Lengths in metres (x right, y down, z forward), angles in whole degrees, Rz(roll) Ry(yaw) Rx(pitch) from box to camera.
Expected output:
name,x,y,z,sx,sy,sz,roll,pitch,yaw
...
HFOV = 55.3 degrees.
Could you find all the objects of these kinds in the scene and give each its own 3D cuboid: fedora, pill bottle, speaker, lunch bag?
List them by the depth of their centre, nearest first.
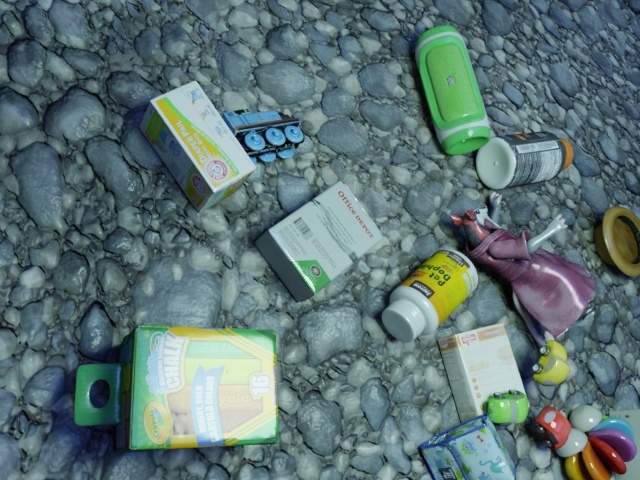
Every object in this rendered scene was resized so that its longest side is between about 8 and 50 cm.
name,x,y,z,sx,sy,sz,roll,pitch,yaw
lunch bag,0.286,0.431,1.191,0.129,0.151,0.096,64,17,7
pill bottle,0.226,0.116,1.274,0.215,0.117,0.117,-37,91,-32
speaker,0.319,-0.366,1.490,0.131,0.131,0.297,-5,75,-28
pill bottle,0.521,-0.205,1.532,0.245,0.130,0.131,-11,77,-30
fedora,0.790,0.006,1.624,0.194,0.079,0.195,8,74,-29

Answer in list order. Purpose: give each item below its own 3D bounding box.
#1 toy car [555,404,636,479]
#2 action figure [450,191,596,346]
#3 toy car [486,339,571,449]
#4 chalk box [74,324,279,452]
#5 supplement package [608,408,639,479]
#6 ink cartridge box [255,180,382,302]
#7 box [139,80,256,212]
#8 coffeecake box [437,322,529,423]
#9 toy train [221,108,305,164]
name,x,y,z,sx,sy,sz,roll,pitch,yaw
toy car,0.622,0.459,1.342,0.182,0.136,0.159,-39,92,-32
action figure,0.439,0.050,1.403,0.370,0.248,0.276,30,95,-9
toy car,0.438,0.337,1.256,0.224,0.053,0.239,-4,94,-29
chalk box,-0.230,0.237,0.962,0.288,0.179,0.180,5,70,-26
supplement package,0.805,0.532,1.406,0.204,0.145,0.262,13,66,-23
ink cartridge box,0.000,0.000,1.218,0.208,0.087,0.153,-36,90,-31
box,-0.231,-0.174,1.147,0.103,0.114,0.203,-35,91,-32
coffeecake box,0.348,0.283,1.306,0.142,0.068,0.186,-7,76,-29
toy train,-0.117,-0.216,1.237,0.184,0.080,0.105,-19,69,-38
